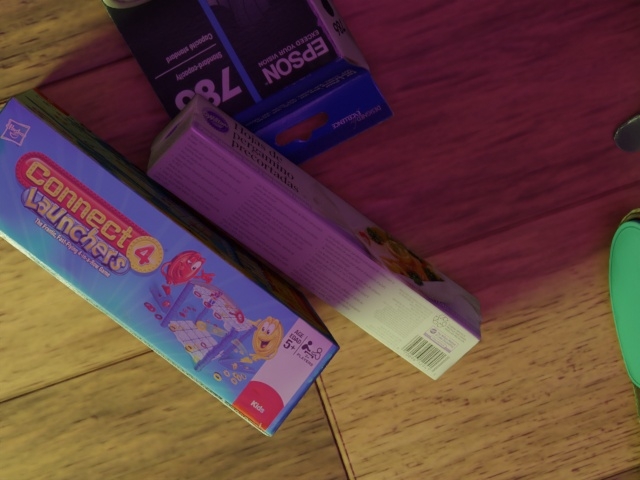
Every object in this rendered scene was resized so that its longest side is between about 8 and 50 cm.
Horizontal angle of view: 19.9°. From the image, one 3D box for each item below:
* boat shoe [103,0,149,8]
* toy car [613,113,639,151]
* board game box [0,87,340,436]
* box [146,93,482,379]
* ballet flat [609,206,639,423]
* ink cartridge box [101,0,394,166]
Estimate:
[{"bbox_3d":[-0.077,-0.333,1.409,0.113,0.127,0.340,47,109,17],"label":"boat shoe"},{"bbox_3d":[0.344,-0.138,1.590,0.155,0.149,0.188,24,124,-4],"label":"toy car"},{"bbox_3d":[-0.142,0.006,1.456,0.302,0.308,0.086,37,91,-9],"label":"board game box"},{"bbox_3d":[0.000,0.000,1.552,0.324,0.063,0.067,35,117,-19],"label":"box"},{"bbox_3d":[0.336,0.133,1.621,0.123,0.123,0.348,-10,98,-3],"label":"ballet flat"},{"bbox_3d":[-0.089,-0.206,1.533,0.165,0.065,0.332,-28,100,18],"label":"ink cartridge box"}]
